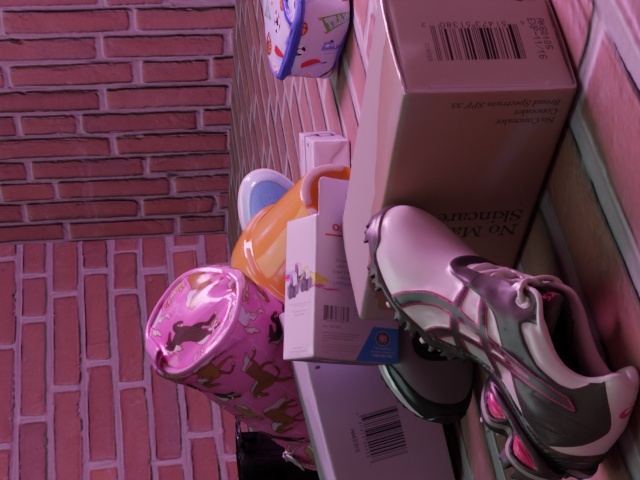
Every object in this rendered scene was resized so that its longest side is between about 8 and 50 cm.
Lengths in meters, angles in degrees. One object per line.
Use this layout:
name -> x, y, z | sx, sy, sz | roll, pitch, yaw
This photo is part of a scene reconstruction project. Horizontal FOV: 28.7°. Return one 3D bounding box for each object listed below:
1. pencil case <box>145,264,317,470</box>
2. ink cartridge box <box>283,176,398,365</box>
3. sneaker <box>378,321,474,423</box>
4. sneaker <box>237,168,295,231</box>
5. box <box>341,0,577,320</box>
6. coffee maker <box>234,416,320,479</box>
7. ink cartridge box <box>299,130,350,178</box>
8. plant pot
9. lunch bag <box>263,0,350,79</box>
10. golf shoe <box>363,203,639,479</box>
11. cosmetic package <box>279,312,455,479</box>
pencil case -> -0.063, 0.177, 1.652 | 0.386, 0.160, 0.167 | 42, -127, -43
ink cartridge box -> 0.023, 0.034, 1.275 | 0.061, 0.104, 0.181 | -13, 73, 56
sneaker -> 0.109, 0.056, 1.305 | 0.108, 0.100, 0.272 | 121, 145, -65
sneaker -> -0.020, 0.033, 1.918 | 0.319, 0.127, 0.208 | 64, 170, -6
box -> 0.109, -0.066, 1.102 | 0.311, 0.147, 0.121 | 96, 168, -52
coffee maker -> -0.058, 0.385, 2.223 | 0.171, 0.178, 0.120 | 94, 167, -51
ink cartridge box -> 0.003, -0.121, 2.029 | 0.180, 0.060, 0.104 | -134, 41, -76
plant pot -> 0.000, 0.000, 1.729 | 0.188, 0.205, 0.205 | 120, 149, -47
lunch bag -> -0.028, -0.425, 1.977 | 0.243, 0.114, 0.303 | 110, 155, -63
golf shoe -> 0.141, 0.054, 0.964 | 0.273, 0.105, 0.120 | 52, 132, 27
cosmetic package -> 0.053, 0.194, 1.467 | 0.224, 0.138, 0.224 | -145, 41, -77
